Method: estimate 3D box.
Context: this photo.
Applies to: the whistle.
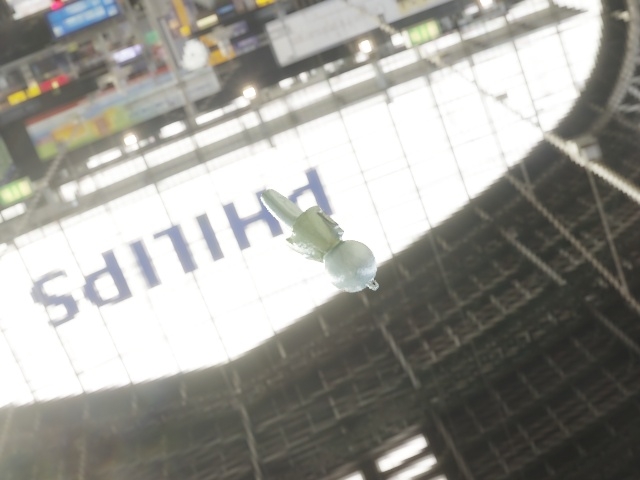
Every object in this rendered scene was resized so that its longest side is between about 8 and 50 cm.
[{"bbox_3d":[0.000,0.000,0.782,0.035,0.100,0.035,-45,164,-17],"label":"whistle"}]
